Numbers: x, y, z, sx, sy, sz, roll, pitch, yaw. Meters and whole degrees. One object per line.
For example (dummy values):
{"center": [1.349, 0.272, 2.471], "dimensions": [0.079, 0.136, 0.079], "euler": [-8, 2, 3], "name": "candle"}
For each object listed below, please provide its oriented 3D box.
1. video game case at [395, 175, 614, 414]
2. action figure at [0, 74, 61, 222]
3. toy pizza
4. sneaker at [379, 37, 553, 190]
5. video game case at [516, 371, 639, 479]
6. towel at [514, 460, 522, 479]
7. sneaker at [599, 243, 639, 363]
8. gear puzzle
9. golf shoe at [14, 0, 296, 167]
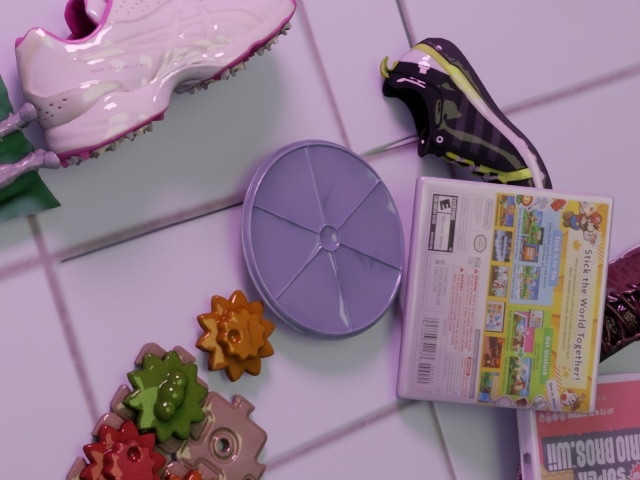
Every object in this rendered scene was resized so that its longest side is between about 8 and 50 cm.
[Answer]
{"center": [0.189, 0.057, 1.750], "dimensions": [0.206, 0.026, 0.227], "euler": [6, 89, -8], "name": "video game case"}
{"center": [-0.332, -0.039, 1.447], "dimensions": [0.232, 0.063, 0.137], "euler": [-34, 105, -32], "name": "action figure"}
{"center": [0.000, 0.000, 1.697], "dimensions": [0.201, 0.032, 0.201], "euler": [9, 76, -36], "name": "toy pizza"}
{"center": [0.145, -0.102, 1.796], "dimensions": [0.097, 0.084, 0.235], "euler": [-37, 89, -19], "name": "sneaker"}
{"center": [0.299, 0.286, 1.823], "dimensions": [0.204, 0.025, 0.285], "euler": [0, 84, -36], "name": "video game case"}
{"center": [0.304, 0.349, 1.856], "dimensions": [0.275, 0.031, 0.199], "euler": [30, 64, -28], "name": "towel"}
{"center": [0.350, 0.061, 1.860], "dimensions": [0.281, 0.162, 0.106], "euler": [-31, 100, -36], "name": "sneaker"}
{"center": [-0.121, 0.193, 1.563], "dimensions": [0.175, 0.044, 0.339], "euler": [42, 60, -23], "name": "gear puzzle"}
{"center": [-0.148, -0.189, 1.578], "dimensions": [0.306, 0.115, 0.140], "euler": [-36, 100, -36], "name": "golf shoe"}
